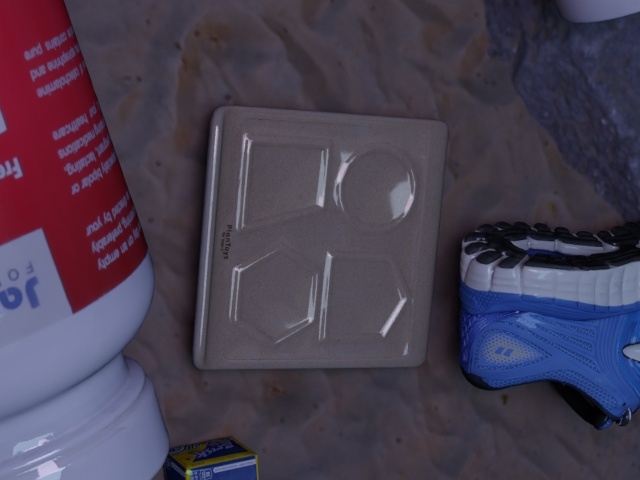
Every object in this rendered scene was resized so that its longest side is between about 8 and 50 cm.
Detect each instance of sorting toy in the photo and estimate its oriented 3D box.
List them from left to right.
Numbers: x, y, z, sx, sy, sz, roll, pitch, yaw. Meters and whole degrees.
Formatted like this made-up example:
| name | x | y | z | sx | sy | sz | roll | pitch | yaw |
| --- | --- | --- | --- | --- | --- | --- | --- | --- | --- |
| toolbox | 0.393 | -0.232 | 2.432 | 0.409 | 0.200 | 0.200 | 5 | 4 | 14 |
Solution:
| name | x | y | z | sx | sy | sz | roll | pitch | yaw |
| --- | --- | --- | --- | --- | --- | --- | --- | --- | --- |
| sorting toy | 0.000 | 0.000 | 1.068 | 0.208 | 0.038 | 0.193 | 1 | 98 | -30 |

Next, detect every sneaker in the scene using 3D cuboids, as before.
| name | x | y | z | sx | sy | sz | roll | pitch | yaw |
| --- | --- | --- | --- | --- | --- | --- | --- | --- | --- |
| sneaker | 0.249 | 0.069 | 1.161 | 0.330 | 0.130 | 0.147 | 2 | 112 | -22 |

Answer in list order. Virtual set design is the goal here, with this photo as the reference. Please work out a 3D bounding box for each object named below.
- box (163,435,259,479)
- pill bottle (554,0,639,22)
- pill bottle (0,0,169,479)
| name | x | y | z | sx | sy | sz | roll | pitch | yaw |
| --- | --- | --- | --- | --- | --- | --- | --- | --- | --- |
| box | -0.076 | 0.235 | 1.057 | 0.059 | 0.054 | 0.169 | -9 | 101 | -24 |
| pill bottle | 0.184 | -0.326 | 1.020 | 0.176 | 0.176 | 0.318 | -29 | 109 | -18 |
| pill bottle | -0.234 | -0.031 | 0.842 | 0.229 | 0.229 | 0.408 | -24 | 107 | -20 |
